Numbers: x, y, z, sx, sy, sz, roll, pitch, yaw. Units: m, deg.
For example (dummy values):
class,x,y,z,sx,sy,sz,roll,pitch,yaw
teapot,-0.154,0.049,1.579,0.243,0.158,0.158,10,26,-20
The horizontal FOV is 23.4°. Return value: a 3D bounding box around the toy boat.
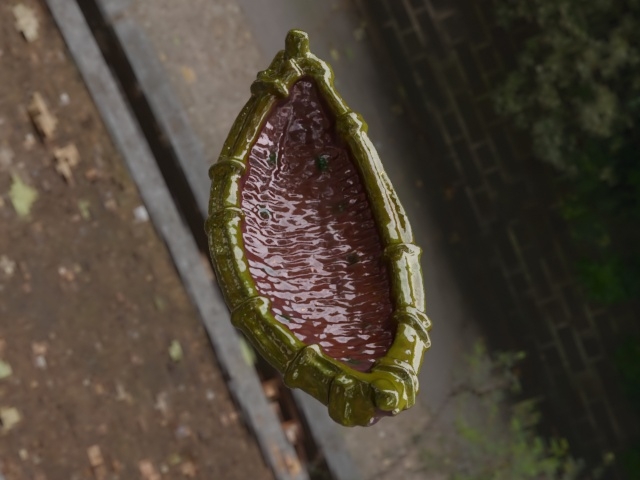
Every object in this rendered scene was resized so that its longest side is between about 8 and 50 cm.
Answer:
class,x,y,z,sx,sy,sz,roll,pitch,yaw
toy boat,-0.001,0.003,0.987,0.099,0.141,0.318,102,-18,-46
